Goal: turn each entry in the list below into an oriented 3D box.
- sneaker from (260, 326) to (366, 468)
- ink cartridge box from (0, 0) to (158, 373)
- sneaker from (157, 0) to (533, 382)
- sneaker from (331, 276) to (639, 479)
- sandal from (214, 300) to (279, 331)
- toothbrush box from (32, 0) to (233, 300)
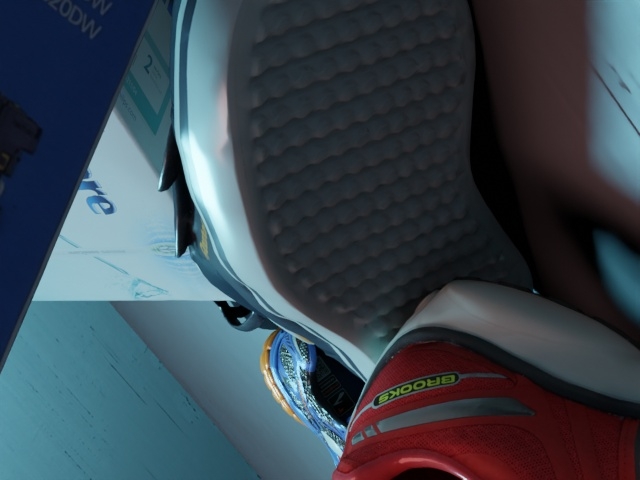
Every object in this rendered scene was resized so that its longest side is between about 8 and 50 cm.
[{"bbox_3d":[0.042,0.148,1.103,0.221,0.083,0.087,44,160,0],"label":"sneaker"},{"bbox_3d":[-0.186,-0.081,0.465,0.270,0.396,0.151,-6,144,44],"label":"ink cartridge box"},{"bbox_3d":[-0.008,-0.033,0.582,0.127,0.126,0.321,35,164,30],"label":"sneaker"},{"bbox_3d":[0.126,0.109,0.505,0.279,0.118,0.107,15,149,36],"label":"sneaker"},{"bbox_3d":[-0.060,0.028,1.126,0.097,0.054,0.254,47,168,5],"label":"sandal"},{"bbox_3d":[-0.197,-0.073,0.773,0.295,0.126,0.216,-1,144,20],"label":"toothbrush box"}]
